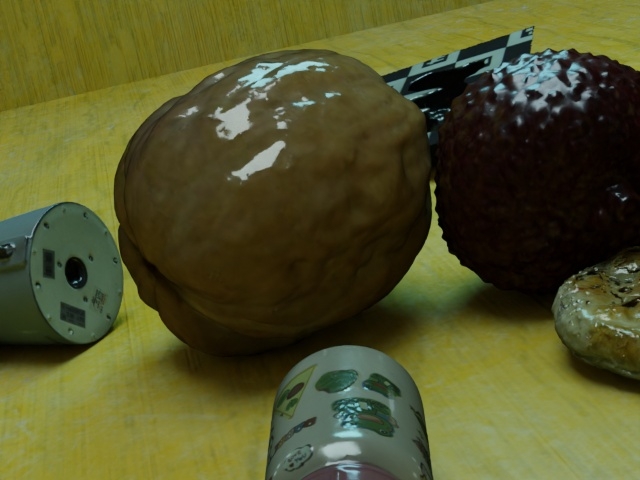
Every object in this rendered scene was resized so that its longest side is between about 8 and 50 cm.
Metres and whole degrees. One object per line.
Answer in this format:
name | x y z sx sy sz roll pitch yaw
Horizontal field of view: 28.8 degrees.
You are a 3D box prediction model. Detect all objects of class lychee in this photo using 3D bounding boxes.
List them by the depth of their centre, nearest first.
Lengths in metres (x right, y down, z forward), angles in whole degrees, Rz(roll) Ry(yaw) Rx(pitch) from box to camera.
lychee | 0.234 -0.072 1.259 0.260 0.261 0.260 -11 17 3

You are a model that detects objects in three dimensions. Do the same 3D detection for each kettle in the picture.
kettle | -0.386 0.046 1.424 0.243 0.160 0.210 -9 -20 28

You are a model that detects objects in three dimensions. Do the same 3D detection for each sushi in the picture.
sushi | 0.199 -0.181 1.934 0.296 0.100 0.373 -16 25 20

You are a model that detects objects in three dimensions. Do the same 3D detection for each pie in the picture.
pie | 0.342 0.061 1.094 0.274 0.055 0.274 -6 19 2

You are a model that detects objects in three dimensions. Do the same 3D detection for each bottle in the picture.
bottle | 0.018 0.169 0.846 0.120 0.120 0.253 -10 16 5

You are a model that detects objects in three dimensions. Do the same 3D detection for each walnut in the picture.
walnut | -0.038 -0.047 1.271 0.344 0.306 0.306 -39 29 -28
